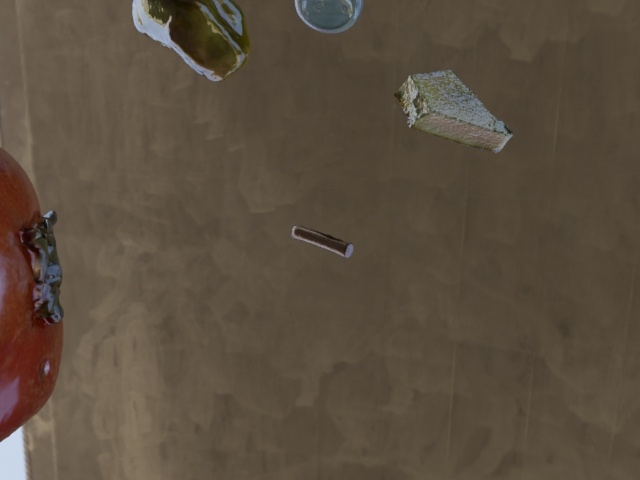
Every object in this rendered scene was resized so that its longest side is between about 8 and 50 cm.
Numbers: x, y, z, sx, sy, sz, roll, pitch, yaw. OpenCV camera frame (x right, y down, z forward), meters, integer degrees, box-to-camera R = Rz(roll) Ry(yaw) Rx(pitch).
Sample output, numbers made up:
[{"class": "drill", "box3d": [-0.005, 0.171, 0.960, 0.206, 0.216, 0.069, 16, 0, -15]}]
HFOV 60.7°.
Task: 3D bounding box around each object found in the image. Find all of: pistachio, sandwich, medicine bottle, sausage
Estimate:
[{"class": "pistachio", "box3d": [-0.156, -0.274, 0.682, 0.189, 0.110, 0.100, 37, -29, 30]}, {"class": "sandwich", "box3d": [0.233, -0.229, 1.002, 0.193, 0.162, 0.058, 54, -37, 23]}, {"class": "medicine bottle", "box3d": [0.023, -0.390, 0.749, 0.090, 0.090, 0.216, -5, -121, 23]}, {"class": "sausage", "box3d": [0.000, 0.000, 0.860, 0.116, 0.026, 0.026, 19, -75, 35]}]

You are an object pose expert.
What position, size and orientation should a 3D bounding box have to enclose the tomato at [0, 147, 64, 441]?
[{"class": "tomato", "box3d": [-0.368, 0.033, 0.443, 0.290, 0.325, 0.293, -5, -75, -18]}]
